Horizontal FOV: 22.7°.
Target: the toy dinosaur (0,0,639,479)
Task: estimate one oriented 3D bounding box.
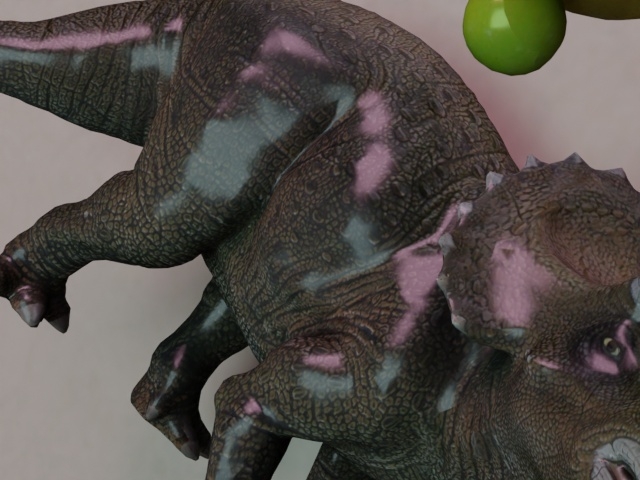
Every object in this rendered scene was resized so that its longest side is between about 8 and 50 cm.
[{"bbox_3d":[0.000,0.000,0.462,0.160,0.121,0.313,-49,52,6],"label":"toy dinosaur"}]

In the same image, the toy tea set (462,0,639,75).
[{"bbox_3d":[0.151,-0.153,0.362,0.200,0.124,0.336,23,76,4],"label":"toy tea set"}]
